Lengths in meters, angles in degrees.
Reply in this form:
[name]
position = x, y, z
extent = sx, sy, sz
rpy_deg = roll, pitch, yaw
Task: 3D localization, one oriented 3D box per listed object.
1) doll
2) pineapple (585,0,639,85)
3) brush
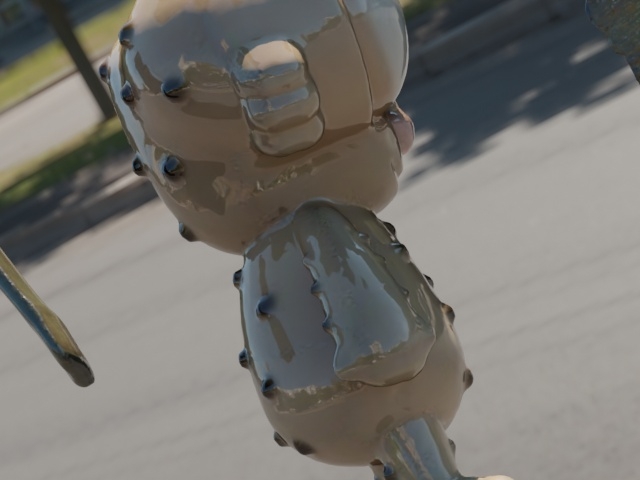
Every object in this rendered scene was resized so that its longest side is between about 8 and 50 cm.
[doll]
position = 0.001, 0.000, 0.739
extent = 0.119, 0.278, 0.154
rpy_deg = -22, -3, -11
[pineapple]
position = 0.251, -0.167, 1.038
extent = 0.139, 0.250, 0.164
rpy_deg = -13, -27, -39
[brush]
position = -0.135, -0.017, 0.710
extent = 0.027, 0.190, 0.034
rpy_deg = -39, -32, -6
